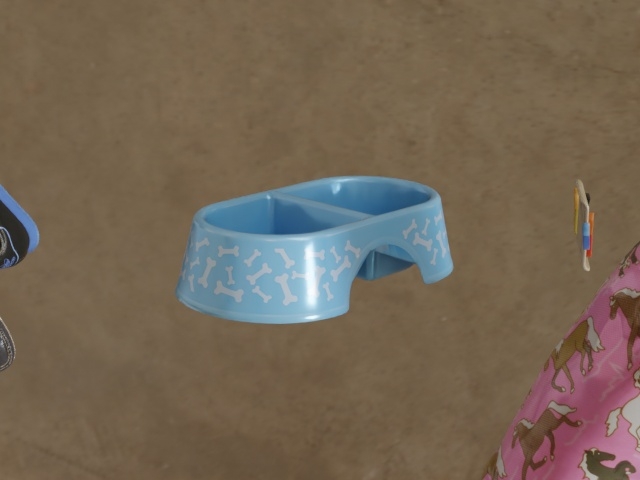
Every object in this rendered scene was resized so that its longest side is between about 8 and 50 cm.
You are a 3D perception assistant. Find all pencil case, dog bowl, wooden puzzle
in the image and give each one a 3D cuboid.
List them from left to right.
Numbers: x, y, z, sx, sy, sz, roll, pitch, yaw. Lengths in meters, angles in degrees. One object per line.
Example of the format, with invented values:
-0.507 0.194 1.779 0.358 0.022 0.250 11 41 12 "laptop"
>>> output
0.000 0.000 1.260 0.166 0.297 0.074 15 110 39 "dog bowl"
0.254 -0.016 1.329 0.014 0.116 0.079 -3 118 7 "wooden puzzle"
0.282 0.111 1.107 0.160 0.167 0.386 58 135 37 "pencil case"

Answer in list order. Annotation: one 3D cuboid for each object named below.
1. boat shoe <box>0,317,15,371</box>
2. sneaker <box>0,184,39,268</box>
-0.435 0.087 1.637 0.075 0.065 0.206 -39 115 -7 "boat shoe"
-0.458 -0.057 1.734 0.232 0.090 0.081 42 118 1 "sneaker"
